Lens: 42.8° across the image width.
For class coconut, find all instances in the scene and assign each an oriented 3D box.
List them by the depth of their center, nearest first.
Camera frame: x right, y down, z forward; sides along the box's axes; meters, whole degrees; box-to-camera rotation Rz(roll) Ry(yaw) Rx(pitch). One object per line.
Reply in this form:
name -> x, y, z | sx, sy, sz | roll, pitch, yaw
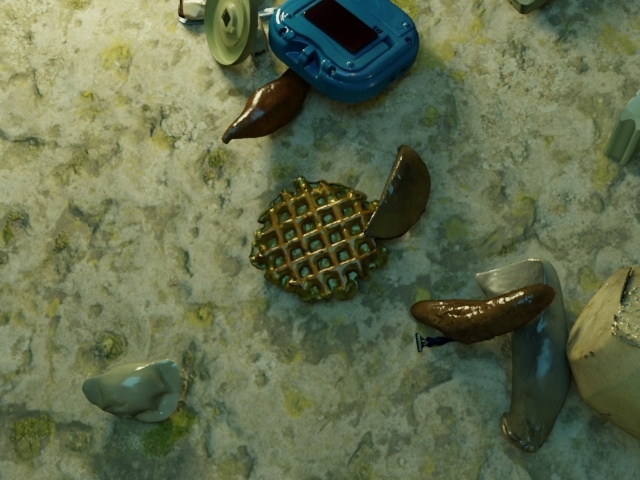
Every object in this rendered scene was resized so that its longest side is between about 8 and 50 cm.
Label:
coconut -> 0.694, 0.231, 1.595 | 0.360, 0.346, 0.346 | 33, 78, 1

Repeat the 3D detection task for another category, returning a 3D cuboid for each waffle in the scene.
waffle -> 0.000, 0.000, 1.907 | 0.325, 0.068, 0.302 | 21, 74, 16

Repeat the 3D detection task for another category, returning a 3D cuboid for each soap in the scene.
soap -> 0.711, -0.261, 1.833 | 0.066, 0.198, 0.119 | 39, 80, 19

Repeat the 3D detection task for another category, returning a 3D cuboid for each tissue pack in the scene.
tissue pack -> -0.173, -0.533, 2.103 | 0.059, 0.094, 0.074 | -16, 69, 2

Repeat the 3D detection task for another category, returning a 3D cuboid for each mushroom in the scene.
mushroom -> 0.447, 0.244, 1.732 | 0.177, 0.126, 0.396 | -17, 65, 30

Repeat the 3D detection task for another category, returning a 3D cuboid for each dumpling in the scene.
dumpling -> -0.414, 0.344, 1.827 | 0.229, 0.124, 0.151 | -9, 106, 10

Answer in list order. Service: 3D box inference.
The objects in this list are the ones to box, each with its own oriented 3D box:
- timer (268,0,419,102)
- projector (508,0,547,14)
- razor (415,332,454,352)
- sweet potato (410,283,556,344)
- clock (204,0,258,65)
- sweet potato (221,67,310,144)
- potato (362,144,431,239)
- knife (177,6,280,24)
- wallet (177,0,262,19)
timer -> 0.059, -0.507, 2.024 | 0.340, 0.115, 0.309 | 42, 65, 18
projector -> 0.541, -0.731, 2.085 | 0.259, 0.079, 0.257 | -33, 69, -5
razor -> 0.289, 0.216, 1.812 | 0.155, 0.028, 0.044 | -10, 70, 5
sweet potato -> 0.329, 0.165, 1.731 | 0.342, 0.092, 0.114 | -13, 51, 38
clock -> -0.230, -0.562, 2.063 | 0.029, 0.235, 0.235 | -10, 64, -35
sweet potato -> -0.113, -0.336, 2.020 | 0.112, 0.112, 0.359 | 37, 60, 18
potato -> 0.202, -0.118, 1.877 | 0.120, 0.100, 0.261 | 23, 61, -1
knife -> -0.231, -0.601, 2.178 | 0.313, 0.019, 0.044 | -3, 63, 7
wallet -> -0.271, -0.751, 2.212 | 0.275, 0.068, 0.335 | -6, 74, 8
